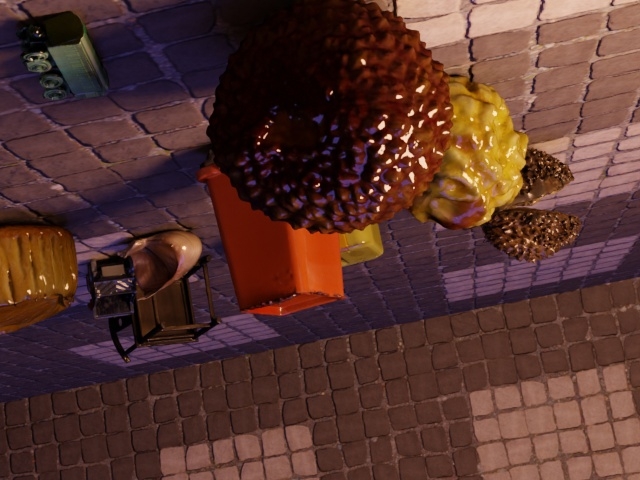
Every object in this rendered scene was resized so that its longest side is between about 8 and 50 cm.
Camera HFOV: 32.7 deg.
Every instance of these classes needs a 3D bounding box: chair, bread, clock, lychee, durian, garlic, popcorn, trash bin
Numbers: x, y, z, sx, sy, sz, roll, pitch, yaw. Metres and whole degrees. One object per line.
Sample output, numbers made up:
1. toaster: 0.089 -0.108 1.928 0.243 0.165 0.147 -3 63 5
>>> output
1. chair: -0.313 0.137 2.156 0.141 0.154 0.260 -2 163 -29
2. bread: -0.495 0.060 1.697 0.228 0.142 0.253 -7 166 -20
3. clock: 0.000 0.000 1.937 0.202 0.096 0.143 -14 164 11
4. lychee: 0.019 -0.130 1.125 0.272 0.271 0.271 -10 167 -2
5. durian: 0.320 -0.052 1.759 0.196 0.196 0.167 -13 169 11
6. garlic: -0.272 0.037 1.896 0.124 0.099 0.174 -19 175 -41
7. popcorn: 0.165 -0.117 1.430 0.189 0.218 0.169 -1 -140 37
8. trash bin: -0.045 -0.025 1.477 0.185 0.238 0.161 -19 164 29

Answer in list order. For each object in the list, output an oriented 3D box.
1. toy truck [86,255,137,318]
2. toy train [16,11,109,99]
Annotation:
1. toy truck: -0.388 0.089 2.022 0.083 0.092 0.192 -7 167 -16
2. toy train: -0.258 -0.182 1.094 0.071 0.038 0.148 -12 167 -3
